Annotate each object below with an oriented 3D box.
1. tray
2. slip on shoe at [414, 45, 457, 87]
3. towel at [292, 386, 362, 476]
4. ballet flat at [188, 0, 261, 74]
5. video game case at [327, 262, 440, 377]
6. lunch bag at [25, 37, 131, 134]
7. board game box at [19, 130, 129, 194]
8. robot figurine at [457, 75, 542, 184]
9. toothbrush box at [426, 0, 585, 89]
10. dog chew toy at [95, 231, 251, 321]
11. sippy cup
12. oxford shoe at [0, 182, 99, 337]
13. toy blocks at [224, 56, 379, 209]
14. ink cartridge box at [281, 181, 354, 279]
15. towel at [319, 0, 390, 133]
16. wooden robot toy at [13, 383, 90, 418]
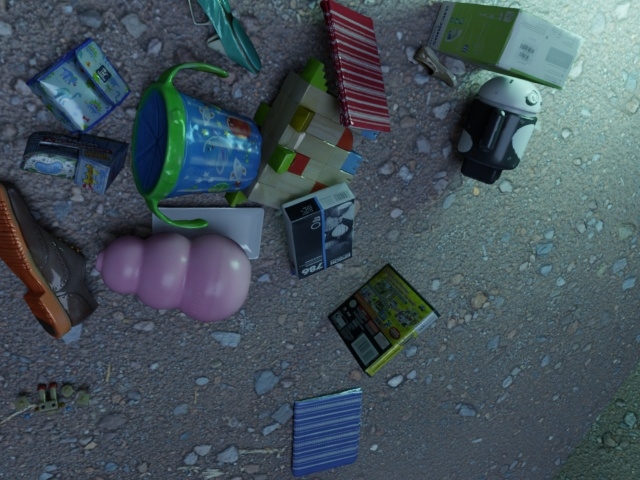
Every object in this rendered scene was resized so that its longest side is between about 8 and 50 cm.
[{"bbox_3d":[-0.278,-0.019,1.310,0.270,0.030,0.145,-1,117,-24],"label":"tray"},{"bbox_3d":[0.290,-0.428,1.332,0.135,0.051,0.041,39,91,-31],"label":"slip on shoe"},{"bbox_3d":[0.020,0.654,1.801,0.243,0.040,0.336,-6,116,-19],"label":"towel"},{"bbox_3d":[-0.211,-0.449,1.095,0.087,0.083,0.247,-18,125,14],"label":"ballet flat"},{"bbox_3d":[0.167,0.212,1.481,0.248,0.275,0.035,-42,122,1],"label":"video game case"},{"bbox_3d":[-0.465,-0.303,1.042,0.151,0.096,0.129,-52,129,-27],"label":"lunch bag"},{"bbox_3d":[-0.478,-0.161,1.048,0.194,0.194,0.060,10,111,-28],"label":"board game box"},{"bbox_3d":[0.473,-0.293,1.406,0.174,0.209,0.278,9,115,-15],"label":"robot figurine"},{"bbox_3d":[0.419,-0.459,1.233,0.206,0.283,0.122,8,113,-28],"label":"toothbrush box"},{"bbox_3d":[-0.332,0.072,1.203,0.332,0.206,0.206,11,111,-20],"label":"dog chew toy"},{"bbox_3d":[-0.256,-0.196,1.125,0.224,0.240,0.305,3,138,-36],"label":"sippy cup"},{"bbox_3d":[-0.607,0.029,1.160,0.133,0.130,0.363,-37,124,-43],"label":"oxford shoe"},{"bbox_3d":[-0.020,-0.206,1.256,0.261,0.191,0.381,16,113,-41],"label":"toy blocks"},{"bbox_3d":[0.000,0.000,1.342,0.165,0.065,0.332,-23,150,-12],"label":"ink cartridge box"},{"bbox_3d":[0.082,-0.375,1.162,0.199,0.031,0.274,-11,91,-54],"label":"towel"},{"bbox_3d":[-0.682,0.412,1.354,0.173,0.076,0.079,-5,153,-22],"label":"wooden robot toy"}]
